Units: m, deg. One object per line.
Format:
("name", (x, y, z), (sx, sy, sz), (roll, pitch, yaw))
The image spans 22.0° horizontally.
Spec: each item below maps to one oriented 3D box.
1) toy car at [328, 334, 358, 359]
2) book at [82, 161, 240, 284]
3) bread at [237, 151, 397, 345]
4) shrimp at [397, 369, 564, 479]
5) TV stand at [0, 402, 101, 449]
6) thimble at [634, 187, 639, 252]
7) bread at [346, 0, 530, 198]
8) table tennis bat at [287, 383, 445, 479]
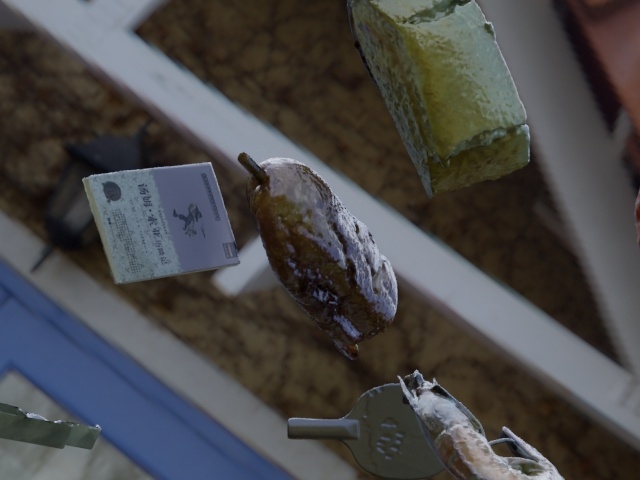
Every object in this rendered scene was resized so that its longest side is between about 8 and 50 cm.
("toy car", (0.021, 0.112, 2.308), (0.059, 0.035, 0.122), (133, -61, -73))
("book", (-0.174, -0.021, 1.831), (0.014, 0.182, 0.127), (-27, -103, 44))
("bread", (-0.002, 0.001, 1.601), (0.344, 0.084, 0.124), (53, 20, -57))
("shrimp", (0.162, 0.206, 1.688), (0.143, 0.052, 0.251), (14, 24, -34))
("TV stand", (-0.379, 0.231, 2.072), (0.249, 0.036, 0.042), (19, 6, -45))
("thimble", (0.508, -0.013, 2.007), (0.239, 0.162, 0.239), (26, -56, 48))
("bread", (0.120, -0.174, 1.657), (0.186, 0.124, 0.257), (-163, -131, -81))
("table tennis bat", (0.072, 0.257, 2.227), (0.234, 0.131, 0.022), (3, -12, 0))
